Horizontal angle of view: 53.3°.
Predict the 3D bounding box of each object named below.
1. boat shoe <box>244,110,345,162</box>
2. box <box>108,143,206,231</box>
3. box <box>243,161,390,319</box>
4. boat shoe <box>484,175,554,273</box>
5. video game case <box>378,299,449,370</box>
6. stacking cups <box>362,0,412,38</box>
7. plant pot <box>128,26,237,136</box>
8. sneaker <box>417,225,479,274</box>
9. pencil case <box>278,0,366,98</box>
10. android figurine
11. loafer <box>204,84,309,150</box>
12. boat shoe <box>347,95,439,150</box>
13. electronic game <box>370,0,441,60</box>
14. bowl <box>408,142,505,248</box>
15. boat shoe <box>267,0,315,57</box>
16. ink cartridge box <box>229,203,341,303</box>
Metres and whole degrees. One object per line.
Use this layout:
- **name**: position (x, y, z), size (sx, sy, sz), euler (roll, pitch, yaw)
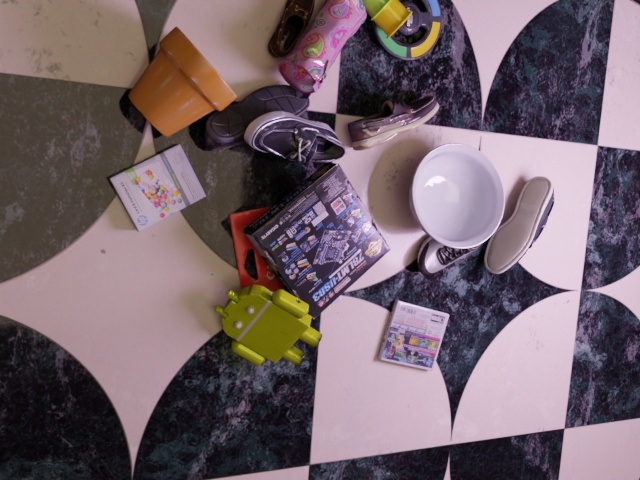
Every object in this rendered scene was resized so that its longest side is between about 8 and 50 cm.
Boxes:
- **boat shoe**: position (-0.053, -0.243, 1.592), size (0.301, 0.102, 0.108), euler (1, 130, -49)
- **box**: position (-0.393, -0.129, 1.541), size (0.186, 0.038, 0.145), euler (-30, 108, -18)
- **box**: position (0.000, 0.000, 1.653), size (0.295, 0.073, 0.293), euler (-41, 115, -15)
- **boat shoe**: position (0.634, -0.032, 1.999), size (0.113, 0.127, 0.340), euler (36, 78, -48)
- **video game case**: position (0.283, 0.289, 1.928), size (0.201, 0.023, 0.184), euler (17, 90, -27)
- **stacking cups**: position (0.094, -0.668, 1.655), size (0.316, 0.096, 0.096), euler (41, 79, -10)
- **plant pot**: position (-0.329, -0.348, 1.465), size (0.188, 0.205, 0.205), euler (-41, 113, 2)
- **sneaker**: position (0.399, 0.011, 1.898), size (0.271, 0.108, 0.100), euler (-35, 112, -16)
- **pencil case**: position (0.010, -0.501, 1.614), size (0.124, 0.124, 0.284), euler (39, 70, -24)
- **android figurine**: position (-0.139, 0.217, 1.637), size (0.272, 0.056, 0.248), euler (34, 120, -14)
- **loafer**: position (-0.165, -0.308, 1.606), size (0.302, 0.095, 0.109), euler (-28, 81, -31)
- **boat shoe**: position (0.201, -0.343, 1.759), size (0.285, 0.103, 0.092), euler (-29, 113, -13)
- **electronic game**: position (0.240, -0.616, 1.767), size (0.229, 0.048, 0.230), euler (-4, 99, -25)
- **bowl**: position (0.367, -0.120, 1.833), size (0.297, 0.134, 0.298), euler (2, 85, -19)
- **boat shoe**: position (-0.063, -0.559, 1.619), size (0.073, 0.073, 0.207), euler (25, 85, -24)
- **ink cartridge box**: position (-0.088, 0.049, 1.695), size (0.261, 0.066, 0.297), euler (-13, 102, -24)
